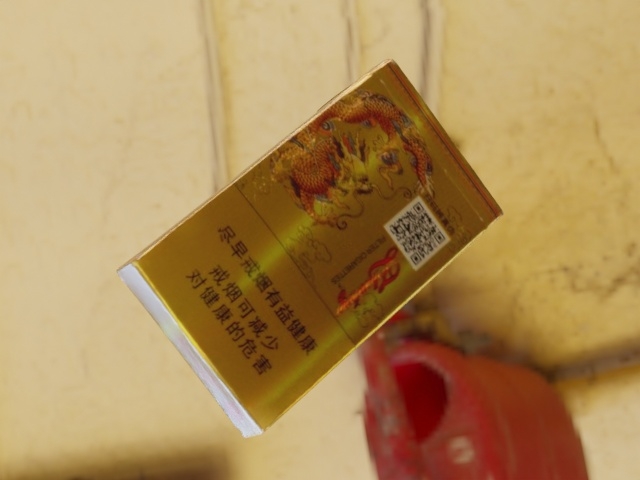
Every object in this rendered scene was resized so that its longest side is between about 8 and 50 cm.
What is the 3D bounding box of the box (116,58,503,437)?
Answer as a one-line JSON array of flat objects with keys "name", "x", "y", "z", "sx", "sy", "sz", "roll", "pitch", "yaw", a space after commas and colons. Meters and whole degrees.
[{"name": "box", "x": 0.000, "y": 0.000, "z": 0.658, "sx": 0.089, "sy": 0.156, "sz": 0.022, "roll": 53, "pitch": 150, "yaw": -8}]
